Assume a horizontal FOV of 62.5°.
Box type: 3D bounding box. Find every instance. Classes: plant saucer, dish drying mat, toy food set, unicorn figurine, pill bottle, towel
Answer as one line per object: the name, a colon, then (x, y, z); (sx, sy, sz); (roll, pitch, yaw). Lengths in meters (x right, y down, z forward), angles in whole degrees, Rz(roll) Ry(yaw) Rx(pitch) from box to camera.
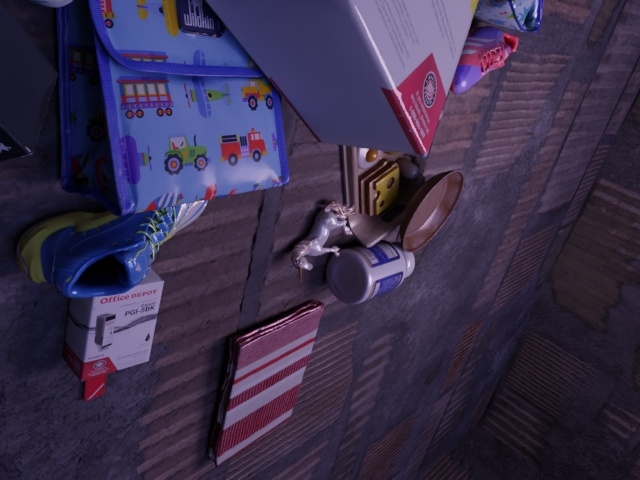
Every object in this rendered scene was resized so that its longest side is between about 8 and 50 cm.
plant saucer: (0.223, -0.065, 1.092); (0.199, 0.036, 0.198); (-38, 151, -26)
dish drying mat: (-0.317, 0.190, 0.747); (0.032, 0.008, 0.083); (-11, 125, -47)
toy food set: (0.149, -0.152, 0.986); (0.220, 0.092, 0.306); (-37, 142, -28)
unicorn figurine: (0.000, 0.000, 0.962); (0.111, 0.060, 0.161); (16, 89, -49)
pill bottle: (0.111, 0.058, 1.093); (0.187, 0.112, 0.112); (-12, 126, -47)
towel: (-0.111, 0.287, 1.071); (0.237, 0.037, 0.329); (-18, 132, -47)

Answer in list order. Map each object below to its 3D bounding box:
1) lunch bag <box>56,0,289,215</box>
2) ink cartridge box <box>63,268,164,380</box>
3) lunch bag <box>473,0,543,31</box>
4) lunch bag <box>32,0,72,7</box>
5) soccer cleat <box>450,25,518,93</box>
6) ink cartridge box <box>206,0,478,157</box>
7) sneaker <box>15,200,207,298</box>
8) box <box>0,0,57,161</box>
lunch bag: (-0.153, -0.197, 0.560); (0.221, 0.138, 0.293); (-18, 118, -44)
ink cartridge box: (-0.271, 0.103, 0.690); (0.099, 0.056, 0.135); (-10, 125, -47)
lunch bag: (0.321, -0.431, 0.944); (0.096, 0.129, 0.151); (-59, 146, 4)
lunch bag: (-0.217, -0.293, 0.359); (0.176, 0.090, 0.219); (26, 96, -25)
soccer cleat: (0.295, -0.334, 0.961); (0.248, 0.095, 0.083); (-52, 145, -47)
ink cartridge box: (0.073, -0.334, 0.593); (0.279, 0.160, 0.384); (40, 67, -57)
sneaker: (-0.212, 0.002, 0.619); (0.240, 0.126, 0.091); (-30, 138, -34)
box: (-0.320, -0.148, 0.301); (0.184, 0.103, 0.261); (-11, 143, 9)
